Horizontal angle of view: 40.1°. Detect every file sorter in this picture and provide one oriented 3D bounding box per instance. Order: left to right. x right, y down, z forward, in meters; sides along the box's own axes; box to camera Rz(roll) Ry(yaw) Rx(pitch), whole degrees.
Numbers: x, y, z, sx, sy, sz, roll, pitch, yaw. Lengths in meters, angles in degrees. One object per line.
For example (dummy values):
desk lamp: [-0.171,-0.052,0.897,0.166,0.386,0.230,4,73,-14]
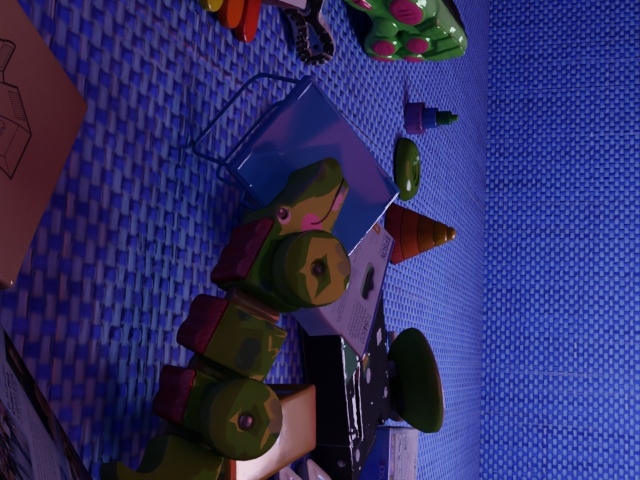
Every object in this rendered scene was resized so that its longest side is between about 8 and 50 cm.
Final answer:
file sorter: [-0.028,-0.070,0.881,0.118,0.104,0.170,-51,128,-12]

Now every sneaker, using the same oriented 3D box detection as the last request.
sneaker: [-0.022,-0.306,1.115,0.073,0.063,0.162,-96,177,-48]
sneaker: [0.130,-0.416,1.359,0.483,0.185,0.202,38,59,-69]

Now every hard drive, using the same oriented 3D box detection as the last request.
hard drive: [0.039,0.148,1.274,0.237,0.064,0.339,-46,135,-65]

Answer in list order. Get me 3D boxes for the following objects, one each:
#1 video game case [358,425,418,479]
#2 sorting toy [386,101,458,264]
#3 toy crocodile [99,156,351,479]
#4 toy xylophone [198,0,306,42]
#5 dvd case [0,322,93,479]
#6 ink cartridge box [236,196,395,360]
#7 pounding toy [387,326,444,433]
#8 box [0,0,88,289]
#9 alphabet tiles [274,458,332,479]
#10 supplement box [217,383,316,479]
video game case: [0.114,0.458,1.513,0.244,0.061,0.270,36,56,-70]
sorting toy: [0.214,-0.120,1.715,0.127,0.126,0.366,62,34,-55]
toy crocodile: [-0.070,0.074,0.739,0.105,0.115,0.341,33,72,-23]
toy xylophone: [-0.070,-0.329,0.850,0.322,0.081,0.236,0,103,-74]
dvd case: [-0.169,0.154,0.538,0.180,0.022,0.253,-125,-163,-50]
ink cartridge box: [0.000,0.000,1.067,0.224,0.045,0.223,53,36,-28]
pounding toy: [0.124,0.250,1.524,0.237,0.110,0.183,156,-76,-78]
box: [-0.221,-0.088,0.536,0.201,0.021,0.165,66,30,-53]
alphabet tiles: [0.025,0.411,1.083,0.278,0.021,0.284,50,16,-29]
supplement box: [-0.074,0.200,0.906,0.233,0.080,0.078,6,84,-74]
